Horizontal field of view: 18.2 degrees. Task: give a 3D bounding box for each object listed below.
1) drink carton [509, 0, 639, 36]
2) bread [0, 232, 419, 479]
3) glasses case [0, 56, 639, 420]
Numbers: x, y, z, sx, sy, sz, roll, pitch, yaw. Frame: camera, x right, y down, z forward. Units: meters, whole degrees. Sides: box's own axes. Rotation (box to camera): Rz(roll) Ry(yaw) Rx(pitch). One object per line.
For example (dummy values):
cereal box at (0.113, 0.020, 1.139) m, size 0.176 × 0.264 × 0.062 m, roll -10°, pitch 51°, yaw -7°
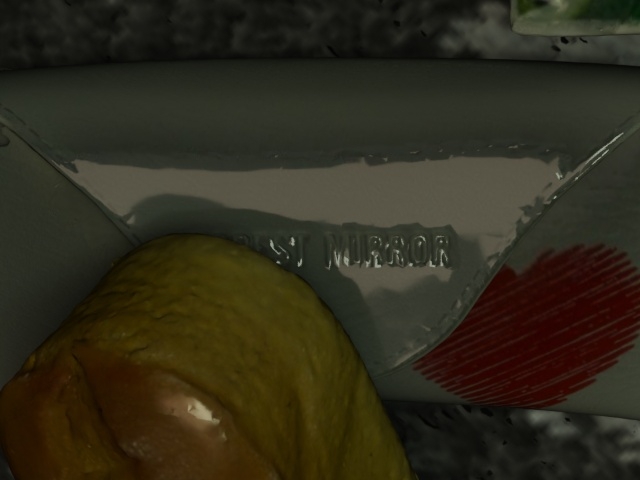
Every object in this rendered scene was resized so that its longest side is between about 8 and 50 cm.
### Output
drink carton at (0.152, -0.226, 0.561) m, size 0.194 × 0.132 × 0.325 m, roll 3°, pitch 106°, yaw 30°
bread at (-0.017, 0.113, 0.647) m, size 0.102 × 0.094 × 0.245 m, roll -3°, pitch 127°, yaw 32°
glasses case at (0.000, 0.002, 0.676) m, size 0.308 × 0.083 × 0.128 m, roll 0°, pitch 98°, yaw 8°
